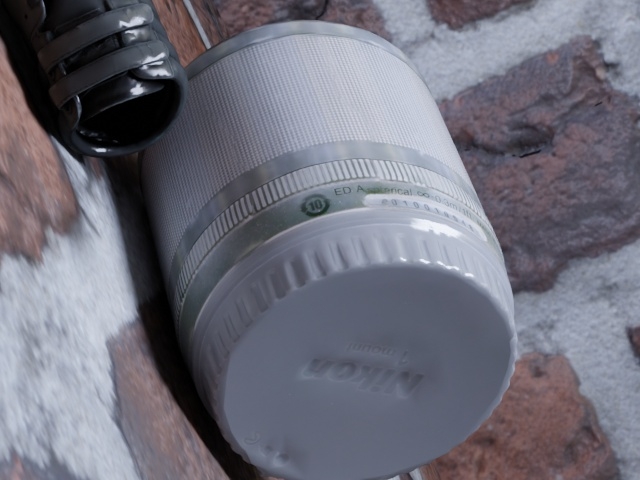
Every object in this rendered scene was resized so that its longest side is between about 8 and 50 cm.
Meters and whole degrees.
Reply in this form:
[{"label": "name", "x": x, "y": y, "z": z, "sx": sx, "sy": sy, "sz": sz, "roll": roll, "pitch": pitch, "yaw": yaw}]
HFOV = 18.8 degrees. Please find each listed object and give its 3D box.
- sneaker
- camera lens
[{"label": "sneaker", "x": -0.154, "y": -0.164, "z": 1.168, "sx": 0.147, "sy": 0.105, "sz": 0.295, "roll": 63, "pitch": -1, "yaw": 36}, {"label": "camera lens", "x": 0.000, "y": 0.000, "z": 1.305, "sx": 0.274, "sy": 0.219, "sz": 0.219, "roll": -109, "pitch": 172, "yaw": -48}]
